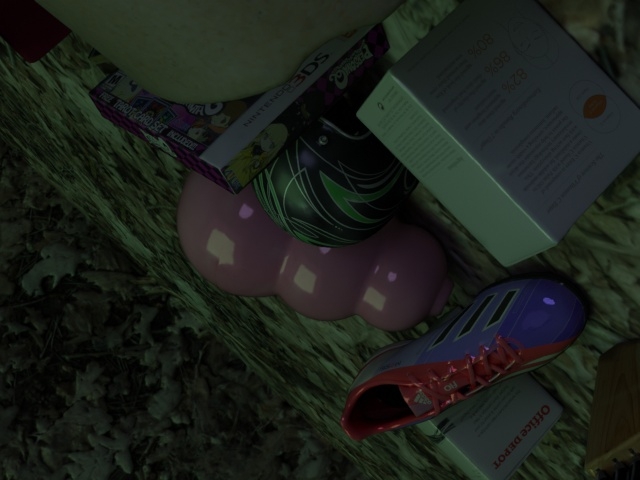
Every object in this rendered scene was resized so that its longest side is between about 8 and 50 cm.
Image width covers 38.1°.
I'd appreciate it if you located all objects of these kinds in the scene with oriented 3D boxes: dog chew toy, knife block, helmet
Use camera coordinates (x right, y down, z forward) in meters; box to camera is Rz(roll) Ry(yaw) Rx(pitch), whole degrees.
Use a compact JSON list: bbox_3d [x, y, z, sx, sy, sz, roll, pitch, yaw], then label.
[{"bbox_3d":[0.000,0.000,1.102,0.332,0.206,0.206,24,158,8],"label":"dog chew toy"},{"bbox_3d":[0.280,0.188,0.795,0.088,0.242,0.276,47,163,-1],"label":"knife block"},{"bbox_3d":[0.008,-0.075,0.942,0.169,0.162,0.169,36,141,36],"label":"helmet"}]

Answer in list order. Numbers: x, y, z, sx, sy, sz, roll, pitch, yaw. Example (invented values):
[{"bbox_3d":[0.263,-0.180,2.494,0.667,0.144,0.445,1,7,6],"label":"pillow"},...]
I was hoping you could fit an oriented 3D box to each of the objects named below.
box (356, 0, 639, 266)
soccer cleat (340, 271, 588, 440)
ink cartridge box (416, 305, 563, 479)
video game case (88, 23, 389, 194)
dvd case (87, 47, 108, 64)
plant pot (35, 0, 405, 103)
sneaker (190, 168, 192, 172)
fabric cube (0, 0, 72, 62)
[{"bbox_3d":[0.137,-0.088,0.695,0.170,0.130,0.091,47,162,-1],"label":"box"},{"bbox_3d":[0.149,0.137,1.008,0.318,0.116,0.108,-32,98,40],"label":"soccer cleat"},{"bbox_3d":[0.191,0.203,1.194,0.190,0.139,0.082,45,162,3],"label":"ink cartridge box"},{"bbox_3d":[-0.085,-0.163,0.902,0.232,0.210,0.042,31,159,40],"label":"video game case"},{"bbox_3d":[-0.168,-0.263,0.958,0.018,0.164,0.221,31,171,-27],"label":"dvd case"},{"bbox_3d":[-0.091,-0.238,0.408,0.334,0.334,0.305,27,164,46],"label":"plant pot"},{"bbox_3d":[-0.113,-0.154,1.209,0.129,0.111,0.297,17,154,18],"label":"sneaker"},{"bbox_3d":[-0.255,-0.340,0.745,0.259,0.254,0.258,46,176,-3],"label":"fabric cube"}]
